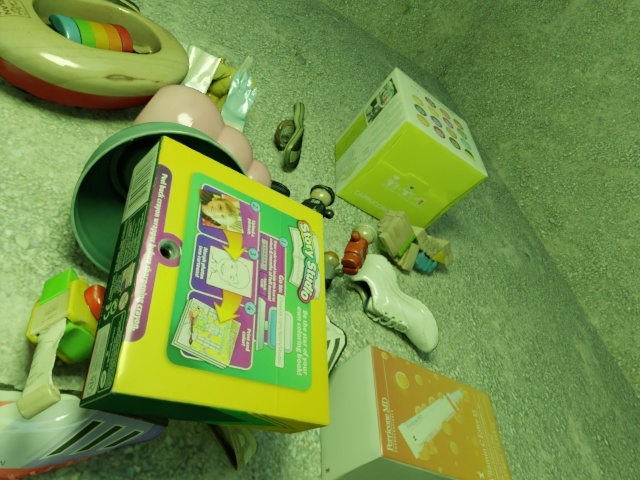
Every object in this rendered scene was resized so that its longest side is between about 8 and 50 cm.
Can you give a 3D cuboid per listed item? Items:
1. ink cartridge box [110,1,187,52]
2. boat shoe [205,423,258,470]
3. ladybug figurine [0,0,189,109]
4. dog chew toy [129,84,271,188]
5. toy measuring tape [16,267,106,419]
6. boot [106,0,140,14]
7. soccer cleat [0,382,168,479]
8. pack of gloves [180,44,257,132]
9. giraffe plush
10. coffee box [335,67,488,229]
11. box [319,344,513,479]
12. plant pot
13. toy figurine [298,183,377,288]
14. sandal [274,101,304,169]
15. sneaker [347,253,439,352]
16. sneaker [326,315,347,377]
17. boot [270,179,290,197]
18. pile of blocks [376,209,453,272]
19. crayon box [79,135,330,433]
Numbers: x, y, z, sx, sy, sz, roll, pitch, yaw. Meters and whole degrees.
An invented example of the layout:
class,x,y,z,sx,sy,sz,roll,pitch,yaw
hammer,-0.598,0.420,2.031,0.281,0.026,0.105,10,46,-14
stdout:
class,x,y,z,sx,sy,sz,roll,pitch,yaw
ink cartridge box,-0.468,-0.521,1.261,0.207,0.097,0.046,22,41,-31
boat shoe,-0.163,0.296,0.773,0.153,0.056,0.048,56,30,2
ladybug figurine,-0.502,-0.396,1.027,0.450,0.162,0.305,-11,59,-48
dog chew toy,-0.248,-0.186,1.068,0.332,0.207,0.206,37,34,-26
toy measuring tape,-0.331,0.142,0.645,0.122,0.121,0.330,23,11,-30
boot,-0.571,-0.610,1.272,0.198,0.077,0.136,9,53,-40
soccer cleat,-0.353,0.246,0.602,0.318,0.109,0.116,22,64,-37
pack of gloves,-0.264,-0.343,1.205,0.195,0.231,0.046,17,0,-27
giraffe plush,-0.294,-0.443,1.319,0.170,0.210,0.181,45,-5,46
coffee box,0.277,-0.275,1.575,0.338,0.338,0.334,28,39,-24
box,0.184,0.384,0.943,0.346,0.168,0.214,27,39,-25
plant pot,-0.289,-0.091,0.872,0.293,0.292,0.196,18,22,-34
toy figurine,0.000,0.000,1.111,0.213,0.209,0.148,38,46,-10
sandal,-0.096,-0.319,1.454,0.087,0.120,0.302,7,41,-5
sneaker,0.181,0.177,1.237,0.297,0.111,0.129,48,50,11
sneaker,-0.092,0.119,0.978,0.258,0.169,0.447,29,39,-43
boot,-0.143,-0.124,1.237,0.121,0.045,0.099,31,34,-8
pile of blocks,0.274,0.020,1.497,0.362,0.148,0.113,26,-5,-41
crayon box,-0.135,0.073,0.702,0.313,0.106,0.362,26,50,-37
